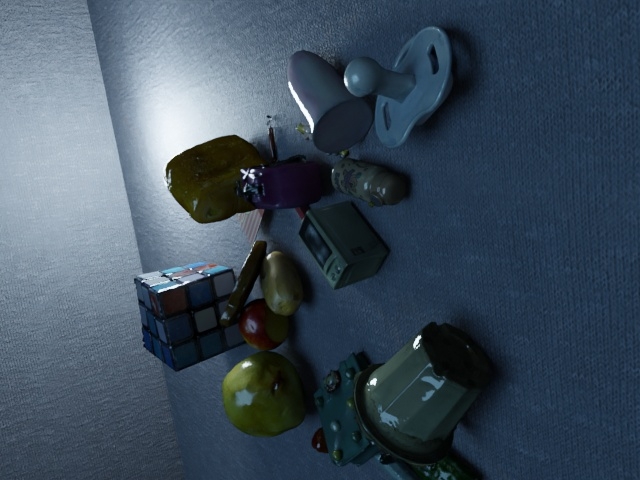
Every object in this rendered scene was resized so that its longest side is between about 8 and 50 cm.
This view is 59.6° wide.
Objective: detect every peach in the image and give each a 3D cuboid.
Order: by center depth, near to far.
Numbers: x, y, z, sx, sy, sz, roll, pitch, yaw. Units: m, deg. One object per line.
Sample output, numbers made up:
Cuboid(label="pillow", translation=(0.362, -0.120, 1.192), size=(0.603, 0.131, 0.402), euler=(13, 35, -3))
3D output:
Cuboid(label="peach", translation=(-0.196, 0.295, 1.994), size=(0.190, 0.190, 0.192), euler=(62, 143, 19))
Cuboid(label="peach", translation=(-0.202, 0.547, 2.008), size=(0.316, 0.313, 0.282), euler=(80, -166, -54))

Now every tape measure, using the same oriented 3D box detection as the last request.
Cuboid(label="tape measure", translation=(-0.119, -0.171, 1.645), size=(0.231, 0.245, 0.150), euler=(-158, 60, -69))

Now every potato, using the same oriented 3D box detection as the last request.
Cuboid(label="potato", translation=(-0.134, 0.147, 1.889), size=(0.150, 0.146, 0.234), euler=(-37, 47, 23))

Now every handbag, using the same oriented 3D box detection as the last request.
Cuboid(label="handbag", translation=(0.086, 0.517, 1.683), size=(0.269, 0.100, 0.274), euler=(-55, 46, 39))

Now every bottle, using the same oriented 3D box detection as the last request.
Cuboid(label="bottle", translation=(0.121, -0.143, 1.423), size=(0.209, 0.110, 0.097), euler=(26, 154, 50))

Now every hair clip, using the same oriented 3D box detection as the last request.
Cuboid(label="hair clip", translation=(0.000, -0.292, 1.596), size=(0.214, 0.056, 0.062), euler=(38, 99, 44))

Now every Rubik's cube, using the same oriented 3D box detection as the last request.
Cuboid(label="Rubik's cube", translation=(-0.554, 0.306, 2.378), size=(0.358, 0.363, 0.363), euler=(6, 106, 57))

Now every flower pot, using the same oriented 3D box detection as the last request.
Cuboid(label="flower pot", translation=(0.249, 0.345, 1.306), size=(0.290, 0.290, 0.259), euler=(54, 130, 29))

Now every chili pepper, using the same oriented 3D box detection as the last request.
Cuboid(label="chili pepper", translation=(0.289, 0.579, 1.473), size=(0.270, 0.099, 0.136), euler=(35, 155, 37))

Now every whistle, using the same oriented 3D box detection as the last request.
Cuboid(label="whistle", translation=(0.244, 0.682, 1.607), size=(0.312, 0.062, 0.062), euler=(35, 130, 45))

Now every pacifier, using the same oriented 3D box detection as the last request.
Cuboid(label="pacifier", translation=(0.155, -0.346, 1.200), size=(0.287, 0.225, 0.239), euler=(-40, 50, 53))

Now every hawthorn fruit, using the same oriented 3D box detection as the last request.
Cuboid(label="hawthorn fruit", translation=(0.014, 0.688, 1.945), size=(0.081, 0.081, 0.093), euler=(20, 90, 51))

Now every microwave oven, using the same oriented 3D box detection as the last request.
Cuboid(label="microwave oven", translation=(0.055, 0.014, 1.532), size=(0.205, 0.162, 0.129), euler=(56, 141, 28))

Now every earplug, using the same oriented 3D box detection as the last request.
Cuboid(label="earplug", translation=(-0.002, -0.395, 1.482), size=(0.301, 0.172, 0.172), euler=(61, 145, 32))

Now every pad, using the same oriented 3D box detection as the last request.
Cuboid(label="pad", translation=(-0.278, -0.144, 2.055), size=(0.300, 0.005, 0.202), euler=(60, 140, 37))

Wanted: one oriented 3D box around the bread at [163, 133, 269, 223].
Cuboid(label="bread", translation=(-0.345, -0.221, 1.880), size=(0.337, 0.327, 0.148), euler=(49, 150, 38))

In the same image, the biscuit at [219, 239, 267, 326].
Cuboid(label="biscuit", translation=(-0.276, 0.173, 2.010), size=(0.063, 0.314, 0.367), euler=(23, 139, -5))

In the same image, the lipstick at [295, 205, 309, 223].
Cuboid(label="lipstick", translation=(0.000, 0.000, 1.711), size=(0.312, 0.051, 0.051), euler=(59, 145, 25))

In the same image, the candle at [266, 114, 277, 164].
Cuboid(label="candle", translation=(-0.160, -0.329, 1.847), size=(0.026, 0.021, 0.168), euler=(-136, 40, -68))
